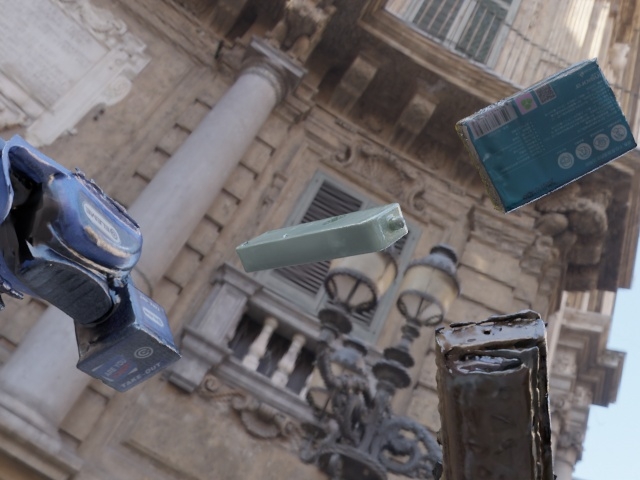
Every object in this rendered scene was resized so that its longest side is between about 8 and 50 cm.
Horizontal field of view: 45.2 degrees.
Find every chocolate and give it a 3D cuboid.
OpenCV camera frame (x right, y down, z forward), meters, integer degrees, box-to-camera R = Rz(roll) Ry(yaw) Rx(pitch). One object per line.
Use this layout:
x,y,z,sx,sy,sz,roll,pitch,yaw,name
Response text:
0.142,0.215,0.590,0.102,0.065,0.329,-7,-74,1,chocolate

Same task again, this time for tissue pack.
0.255,-0.119,0.880,0.169,0.082,0.120,-27,-86,2,tissue pack

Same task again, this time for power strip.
0.000,0.000,1.334,0.385,0.091,0.062,-10,-75,47,power strip

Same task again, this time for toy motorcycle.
-0.276,0.000,0.730,0.125,0.212,0.358,-32,-38,8,toy motorcycle
